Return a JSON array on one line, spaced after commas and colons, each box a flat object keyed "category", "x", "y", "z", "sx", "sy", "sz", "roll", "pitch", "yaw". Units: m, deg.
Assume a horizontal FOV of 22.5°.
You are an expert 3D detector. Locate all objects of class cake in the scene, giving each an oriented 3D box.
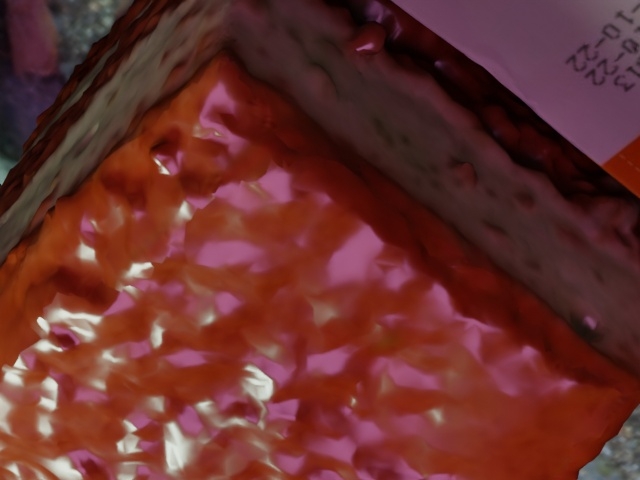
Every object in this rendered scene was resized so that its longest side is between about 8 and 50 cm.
[{"category": "cake", "x": 0.000, "y": 0.000, "z": 0.771, "sx": 0.269, "sy": 0.319, "sz": 0.270, "roll": 37, "pitch": 122, "yaw": -15}]

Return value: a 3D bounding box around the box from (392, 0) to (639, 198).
[{"category": "box", "x": 0.170, "y": -0.133, "z": 0.716, "sx": 0.341, "sy": 0.225, "sz": 0.143, "roll": 35, "pitch": 124, "yaw": -14}]
